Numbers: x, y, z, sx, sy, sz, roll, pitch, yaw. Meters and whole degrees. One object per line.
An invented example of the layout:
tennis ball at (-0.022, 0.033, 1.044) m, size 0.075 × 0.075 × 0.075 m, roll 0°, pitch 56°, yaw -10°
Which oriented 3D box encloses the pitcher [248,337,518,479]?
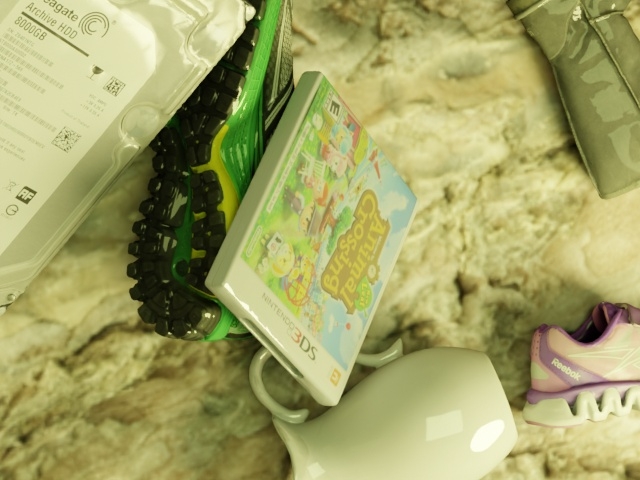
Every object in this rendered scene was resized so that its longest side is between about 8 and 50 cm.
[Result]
pitcher at (0.052, 0.147, 1.551) m, size 0.207 × 0.125 × 0.178 m, roll -20°, pitch 83°, yaw -1°

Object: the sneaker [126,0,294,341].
sneaker at (-0.074, -0.083, 1.509) m, size 0.146 × 0.134 × 0.343 m, roll 12°, pitch 83°, yaw -51°

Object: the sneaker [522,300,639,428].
sneaker at (0.292, 0.103, 1.620) m, size 0.236 × 0.095 × 0.104 m, roll -9°, pitch 88°, yaw -13°

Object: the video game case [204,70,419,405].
video game case at (0.000, 0.000, 1.482) m, size 0.193 × 0.023 × 0.212 m, roll 50°, pitch 54°, yaw -43°

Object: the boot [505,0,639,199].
boot at (0.285, -0.168, 1.604) m, size 0.189 × 0.076 × 0.208 m, roll -32°, pitch 95°, yaw 3°

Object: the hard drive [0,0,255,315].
hard drive at (-0.239, -0.116, 1.381) m, size 0.339 × 0.064 × 0.237 m, roll -49°, pitch 133°, yaw 9°
